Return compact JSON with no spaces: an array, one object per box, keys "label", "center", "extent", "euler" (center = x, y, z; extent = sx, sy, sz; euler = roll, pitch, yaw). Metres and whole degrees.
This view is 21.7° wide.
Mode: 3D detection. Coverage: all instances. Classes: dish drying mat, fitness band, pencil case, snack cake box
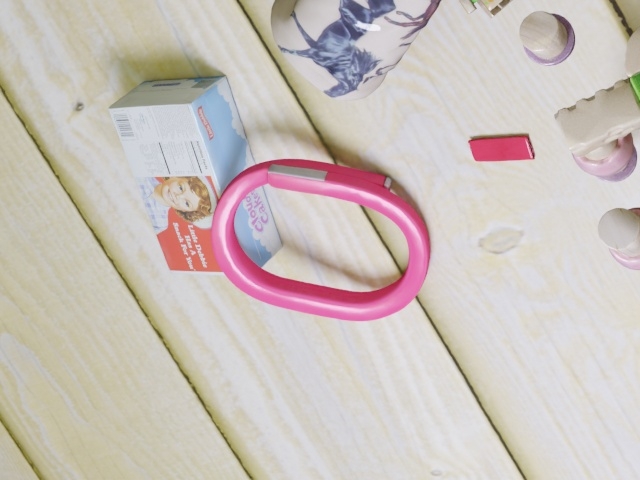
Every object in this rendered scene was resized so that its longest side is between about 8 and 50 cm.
[{"label":"dish drying mat","center":[0.218,-0.110,2.016],"extent":[0.083,0.008,0.032],"euler":[-1,119,37]},{"label":"fitness band","center":[0.000,0.000,2.180],"extent":[0.290,0.054,0.209],"euler":[12,122,7]},{"label":"pencil case","center":[0.089,-0.328,1.853],"extent":[0.160,0.183,0.410],"euler":[28,138,-12]},{"label":"snack cake box","center":[-0.167,-0.085,2.275],"extent":[0.152,0.089,0.264],"euler":[1,120,35]}]

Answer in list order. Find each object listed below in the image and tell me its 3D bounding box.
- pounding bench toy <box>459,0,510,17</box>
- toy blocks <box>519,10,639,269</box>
[{"label":"pounding bench toy","center":[0.197,-0.286,1.853],"extent":[0.052,0.083,0.065],"euler":[50,137,-2]},{"label":"toy blocks","center":[0.384,-0.157,1.735],"extent":[0.288,0.260,0.309],"euler":[-27,76,17]}]
